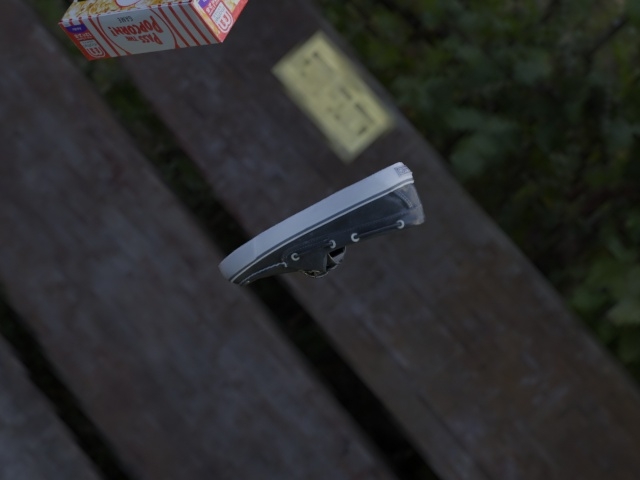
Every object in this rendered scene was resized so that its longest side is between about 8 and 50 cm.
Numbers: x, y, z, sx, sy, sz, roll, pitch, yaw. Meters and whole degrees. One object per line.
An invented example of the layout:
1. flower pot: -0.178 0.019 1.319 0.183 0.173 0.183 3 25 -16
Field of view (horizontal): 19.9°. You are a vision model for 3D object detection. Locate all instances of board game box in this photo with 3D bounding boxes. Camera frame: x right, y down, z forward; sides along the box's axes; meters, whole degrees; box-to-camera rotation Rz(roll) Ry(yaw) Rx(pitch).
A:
1. board game box: -0.098 -0.228 1.414 0.045 0.147 0.193 52 53 -35

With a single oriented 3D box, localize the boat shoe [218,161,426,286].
1. boat shoe: 0.000 0.000 1.107 0.040 0.142 0.049 64 28 3
